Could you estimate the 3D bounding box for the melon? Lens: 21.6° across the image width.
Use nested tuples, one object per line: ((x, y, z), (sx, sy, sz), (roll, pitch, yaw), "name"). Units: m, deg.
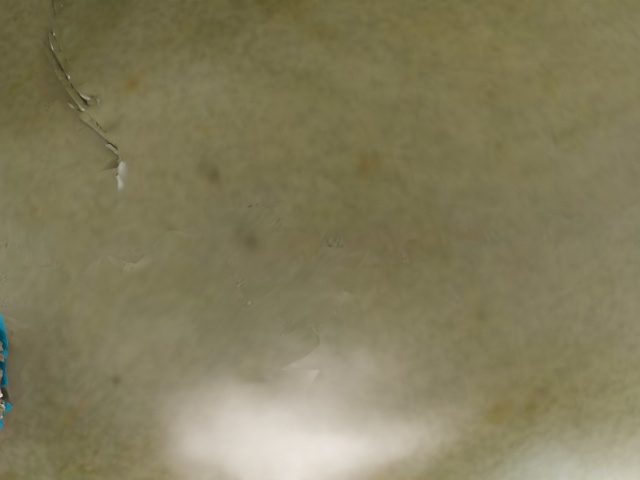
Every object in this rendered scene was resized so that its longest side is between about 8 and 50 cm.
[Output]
((0.000, 0.000, 0.452), (0.330, 0.268, 0.268), (-17, -145, -1), "melon")
